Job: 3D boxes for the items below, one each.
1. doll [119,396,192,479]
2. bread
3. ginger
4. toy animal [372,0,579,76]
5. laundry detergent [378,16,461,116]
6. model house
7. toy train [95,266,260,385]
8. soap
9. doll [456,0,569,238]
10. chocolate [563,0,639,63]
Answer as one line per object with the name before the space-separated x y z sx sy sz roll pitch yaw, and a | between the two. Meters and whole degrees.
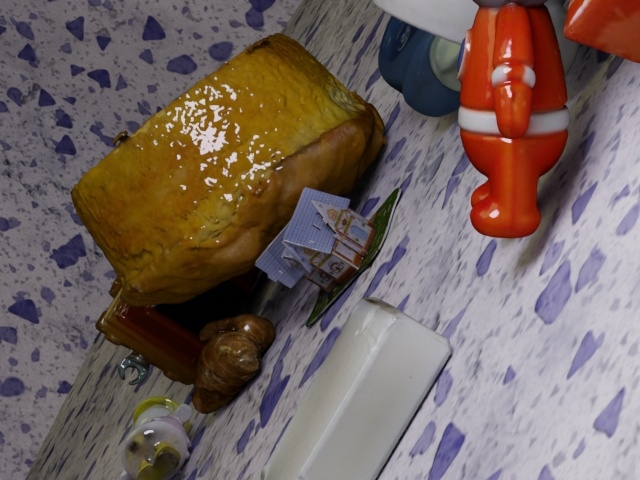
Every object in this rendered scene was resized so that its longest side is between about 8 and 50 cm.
doll | -0.203 0.249 2.053 0.129 0.081 0.207 -50 9 7
bread | -0.108 -0.077 1.967 0.398 0.215 0.398 -38 3 3
ginger | -0.112 0.135 1.966 0.162 0.073 0.103 -48 14 50
toy animal | 0.187 -0.325 1.387 0.367 0.241 0.196 -55 8 13
laundry detergent | 0.130 -0.205 1.740 0.143 0.094 0.290 -54 10 8
model house | 0.000 0.000 1.779 0.167 0.088 0.117 -47 16 48
toy train | -0.161 0.035 2.249 0.369 0.163 0.231 -60 15 -15
soap | 0.025 0.139 1.326 0.183 0.064 0.121 -59 11 -1
doll | 0.134 -0.175 1.225 0.200 0.105 0.336 -61 -29 -77
chocolate | 0.278 -0.253 1.138 0.235 0.108 0.237 -51 14 36
